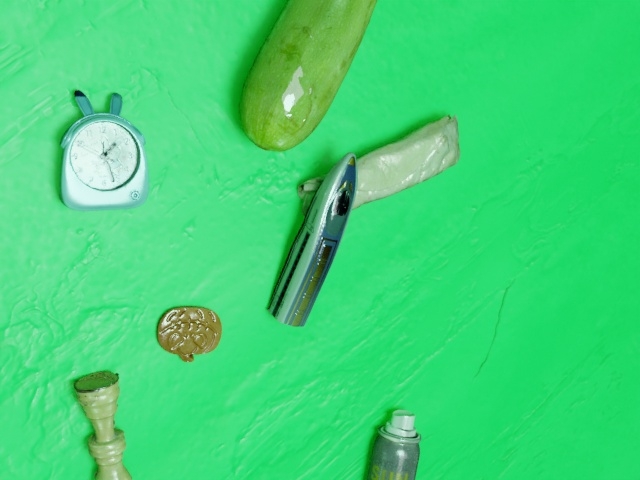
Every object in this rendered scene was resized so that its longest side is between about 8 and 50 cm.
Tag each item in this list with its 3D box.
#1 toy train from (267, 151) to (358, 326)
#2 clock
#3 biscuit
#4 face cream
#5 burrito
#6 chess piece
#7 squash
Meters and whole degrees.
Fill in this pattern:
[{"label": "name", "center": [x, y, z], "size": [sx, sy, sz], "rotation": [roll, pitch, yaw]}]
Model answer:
[{"label": "toy train", "center": [0.000, 0.000, 1.168], "size": [0.055, 0.048, 0.251], "rotation": [13, 109, -29]}, {"label": "clock", "center": [-0.268, -0.111, 1.056], "size": [0.108, 0.045, 0.147], "rotation": [-4, 100, -27]}, {"label": "biscuit", "center": [-0.177, 0.127, 1.159], "size": [0.091, 0.015, 0.078], "rotation": [1, 98, -26]}, {"label": "face cream", "center": [0.102, 0.400, 1.312], "size": [0.073, 0.073, 0.283], "rotation": [8, 95, -27]}, {"label": "burrito", "center": [0.092, -0.104, 1.228], "size": [0.275, 0.059, 0.082], "rotation": [-23, 112, -20]}, {"label": "chess piece", "center": [-0.277, 0.260, 1.112], "size": [0.060, 0.060, 0.172], "rotation": [-13, 107, -24]}, {"label": "squash", "center": [0.004, -0.285, 1.121], "size": [0.118, 0.118, 0.370], "rotation": [30, 84, -27]}]
